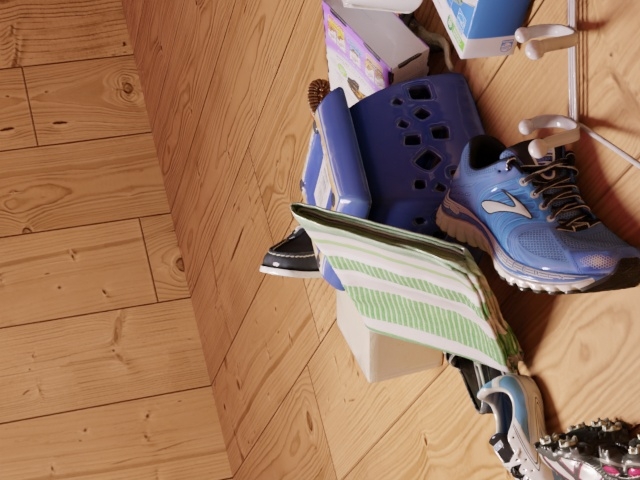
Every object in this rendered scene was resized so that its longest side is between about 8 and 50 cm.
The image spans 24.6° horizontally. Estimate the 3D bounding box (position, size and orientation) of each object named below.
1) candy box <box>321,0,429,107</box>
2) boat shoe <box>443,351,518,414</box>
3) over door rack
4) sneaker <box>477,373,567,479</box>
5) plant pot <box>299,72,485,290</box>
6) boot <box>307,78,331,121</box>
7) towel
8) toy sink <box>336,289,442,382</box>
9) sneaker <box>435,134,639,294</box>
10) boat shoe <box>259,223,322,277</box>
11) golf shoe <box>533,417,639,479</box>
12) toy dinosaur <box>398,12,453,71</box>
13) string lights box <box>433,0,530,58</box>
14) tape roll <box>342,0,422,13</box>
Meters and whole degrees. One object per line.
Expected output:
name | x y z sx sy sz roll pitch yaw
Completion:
candy box | 0.080 -0.243 2.087 0.165 0.070 0.196 49 161 29
boat shoe | 0.207 0.142 2.011 0.078 0.070 0.219 100 155 -46
over door rack | 0.284 -0.199 1.537 0.324 0.108 0.240 -142 45 -65
sneaker | 0.265 0.284 1.874 0.085 0.086 0.237 116 141 -59
plant pot | 0.097 -0.070 1.983 0.236 0.212 0.236 105 159 -51
boot | 0.011 -0.196 2.502 0.085 0.059 0.158 110 146 -66
towel | 0.116 0.066 1.851 0.038 0.247 0.325 -64 -28 -18
toy sink | 0.108 0.068 2.194 0.153 0.131 0.234 -120 23 -50
sneaker | 0.247 -0.037 1.684 0.330 0.129 0.147 35 123 52
boat shoe | 0.000 0.000 2.302 0.302 0.114 0.091 -17 -65 -65
golf shoe | 0.326 0.269 1.647 0.273 0.105 0.120 -179 74 -73
toy dinosaur | 0.124 -0.302 2.078 0.118 0.064 0.268 70 165 -14
string lights box | 0.207 -0.359 1.752 0.260 0.076 0.133 101 156 -48
tape roll | 0.092 -0.445 1.919 0.286 0.100 0.286 -176 90 -82
